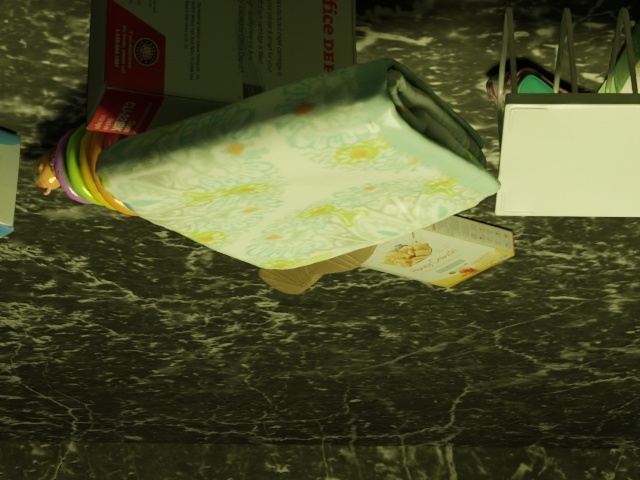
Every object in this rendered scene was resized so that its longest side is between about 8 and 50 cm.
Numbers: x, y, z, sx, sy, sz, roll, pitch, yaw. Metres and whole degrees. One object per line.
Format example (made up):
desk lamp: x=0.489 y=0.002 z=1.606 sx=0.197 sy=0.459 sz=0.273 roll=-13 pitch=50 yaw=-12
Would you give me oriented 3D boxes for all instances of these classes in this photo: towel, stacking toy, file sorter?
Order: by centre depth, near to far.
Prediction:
towel: x=-0.006 y=-0.068 z=1.602 sx=0.321 sy=0.090 sz=0.374 roll=-18 pitch=160 yaw=19
file sorter: x=0.340 y=-0.151 z=1.711 sx=0.278 sy=0.173 sz=0.193 roll=1 pitch=144 yaw=3
stacking toy: x=-0.283 y=-0.104 z=1.993 sx=0.302 sy=0.175 sz=0.166 roll=-2 pitch=164 yaw=42

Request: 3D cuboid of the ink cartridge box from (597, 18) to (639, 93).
ink cartridge box: x=0.447 y=-0.196 z=1.886 sx=0.171 sy=0.056 sz=0.235 roll=2 pitch=156 yaw=-6

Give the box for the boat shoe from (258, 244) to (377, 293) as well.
boat shoe: x=0.000 y=0.000 z=2.292 sx=0.103 sy=0.092 sz=0.285 roll=29 pitch=150 yaw=-17

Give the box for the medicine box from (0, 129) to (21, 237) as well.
medicine box: x=-0.591 y=-0.072 z=2.016 sx=0.263 sy=0.149 sz=0.289 roll=20 pitch=151 yaw=-40

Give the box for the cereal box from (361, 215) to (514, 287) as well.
cereal box: x=0.158 y=0.008 z=2.370 sx=0.240 sy=0.047 sz=0.173 roll=13 pitch=154 yaw=-31

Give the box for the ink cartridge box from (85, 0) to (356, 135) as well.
ink cartridge box: x=-0.106 y=-0.210 z=1.636 sx=0.273 sy=0.197 sz=0.114 roll=6 pitch=157 yaw=-17

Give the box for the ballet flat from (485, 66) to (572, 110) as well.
ballet flat: x=0.296 y=-0.161 z=1.945 sx=0.221 sy=0.077 sz=0.079 roll=28 pitch=178 yaw=-36
